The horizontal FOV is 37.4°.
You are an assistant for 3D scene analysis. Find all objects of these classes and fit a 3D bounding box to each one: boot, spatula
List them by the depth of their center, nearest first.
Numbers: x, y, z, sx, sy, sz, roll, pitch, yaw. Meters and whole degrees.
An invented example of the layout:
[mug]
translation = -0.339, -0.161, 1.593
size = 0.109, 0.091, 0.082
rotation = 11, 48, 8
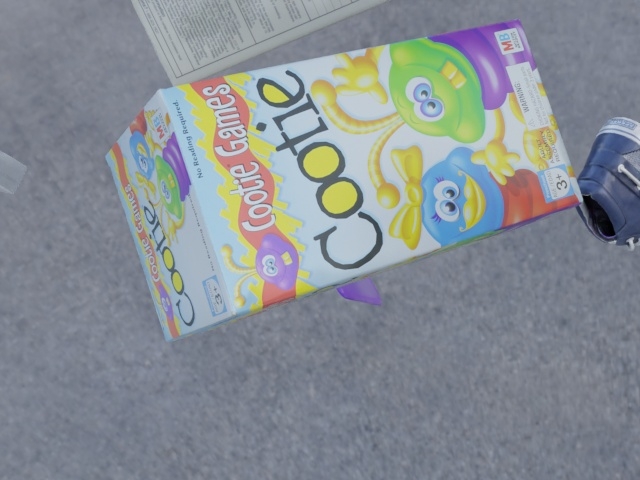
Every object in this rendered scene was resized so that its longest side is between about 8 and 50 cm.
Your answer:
[boot]
translation = 0.286, -0.019, 0.861
size = 0.069, 0.190, 0.086
rotation = 13, 62, 53
[spatula]
translation = 0.000, 0.000, 0.867
size = 0.030, 0.296, 0.084
rotation = -30, 68, 5

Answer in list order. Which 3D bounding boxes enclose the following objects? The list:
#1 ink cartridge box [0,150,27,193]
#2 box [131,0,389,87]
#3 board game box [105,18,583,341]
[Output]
[ink cartridge box]
translation = -0.317, -0.072, 0.825
size = 0.115, 0.063, 0.029
rotation = 12, 73, 38
[box]
translation = -0.045, -0.297, 1.054
size = 0.311, 0.148, 0.121
rotation = -16, 17, 23
[board game box]
translation = 0.017, -0.043, 0.656
size = 0.275, 0.144, 0.142
rotation = -17, -4, -27
